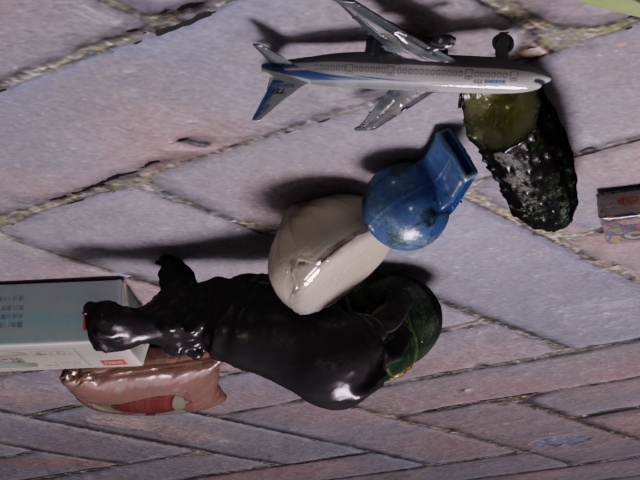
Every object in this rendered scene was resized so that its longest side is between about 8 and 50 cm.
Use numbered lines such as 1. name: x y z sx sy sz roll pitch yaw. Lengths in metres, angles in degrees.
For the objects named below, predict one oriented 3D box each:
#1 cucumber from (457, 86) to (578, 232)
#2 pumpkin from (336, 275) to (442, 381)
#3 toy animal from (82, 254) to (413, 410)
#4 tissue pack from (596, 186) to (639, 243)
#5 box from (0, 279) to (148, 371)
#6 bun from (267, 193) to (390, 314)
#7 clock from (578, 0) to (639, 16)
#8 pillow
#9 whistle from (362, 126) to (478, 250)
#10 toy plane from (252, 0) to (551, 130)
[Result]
1. cucumber: 0.189 -0.062 1.258 0.081 0.072 0.303 38 178 25
2. pumpkin: 0.060 0.107 1.657 0.125 0.167 0.167 46 153 -1
3. toy animal: -0.073 0.084 1.523 0.343 0.168 0.106 10 136 20
4. tissue pack: 0.313 -0.026 1.437 0.063 0.035 0.083 -6 159 14
5. box: -0.347 0.103 1.697 0.269 0.079 0.135 -2 162 4
6. bun: 0.000 0.000 1.413 0.138 0.094 0.138 -32 158 -15
7. clock: 0.245 -0.217 0.741 0.348 0.117 0.286 12 157 -36
8. pillow: -0.238 0.194 1.966 0.223 0.084 0.236 -1 165 -5
9. whistle: 0.083 -0.038 1.307 0.090 0.090 0.158 1 161 -7
10. toy plane: 0.058 -0.128 1.079 0.226 0.058 0.226 -6 160 4
